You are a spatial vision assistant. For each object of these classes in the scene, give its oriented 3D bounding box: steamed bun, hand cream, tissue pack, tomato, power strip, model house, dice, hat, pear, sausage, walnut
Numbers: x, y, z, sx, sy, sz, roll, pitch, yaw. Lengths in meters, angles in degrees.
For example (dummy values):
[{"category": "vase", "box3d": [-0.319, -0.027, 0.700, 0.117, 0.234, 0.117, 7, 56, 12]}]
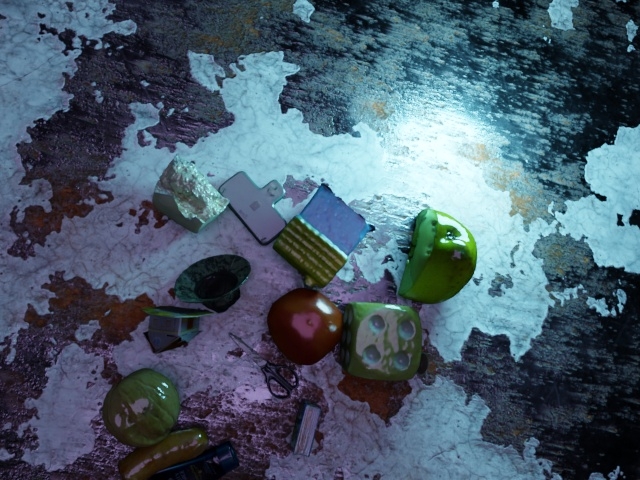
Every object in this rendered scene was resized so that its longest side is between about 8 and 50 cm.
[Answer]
[{"category": "steamed bun", "box3d": [-0.431, -0.140, 1.459, 0.225, 0.170, 0.200, 34, 101, -4]}, {"category": "hand cream", "box3d": [-0.397, 0.735, 1.404, 0.270, 0.061, 0.120, -24, 90, -5]}, {"category": "tissue pack", "box3d": [-0.051, 0.611, 1.452, 0.065, 0.115, 0.155, 16, 77, -7]}, {"category": "tomato", "box3d": [-0.047, 0.278, 1.475, 0.259, 0.180, 0.260, 2, 80, -13]}, {"category": "power strip", "box3d": [-0.212, -0.134, 1.569, 0.193, 0.059, 0.265, -40, 90, -10]}, {"category": "model house", "box3d": [0.000, 0.000, 1.498, 0.237, 0.215, 0.303, 39, 72, -2]}, {"category": "dice", "box3d": [0.198, 0.332, 1.489, 0.232, 0.227, 0.239, 5, 81, -7]}, {"category": "hat", "box3d": [-0.334, 0.162, 1.458, 0.265, 0.265, 0.129, -28, 124, -14]}, {"category": "model house", "box3d": [-0.453, 0.282, 1.368, 0.207, 0.219, 0.136, 5, 88, 10]}, {"category": "pear", "box3d": [0.430, 0.054, 1.537, 0.238, 0.318, 0.343, 16, 80, -3]}, {"category": "sausage", "box3d": [-0.479, 0.659, 1.371, 0.270, 0.109, 0.109, -20, 85, -12]}, {"category": "walnut", "box3d": [-0.534, 0.507, 1.337, 0.227, 0.228, 0.228, 2, 81, -10]}]

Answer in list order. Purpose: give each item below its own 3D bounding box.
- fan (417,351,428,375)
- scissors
[{"category": "fan", "box3d": [0.348, 0.438, 1.574, 0.133, 0.005, 0.085, 13, 81, -45]}, {"category": "scissors", "box3d": [-0.201, 0.414, 1.504, 0.300, 0.022, 0.109, 42, 73, -1]}]
